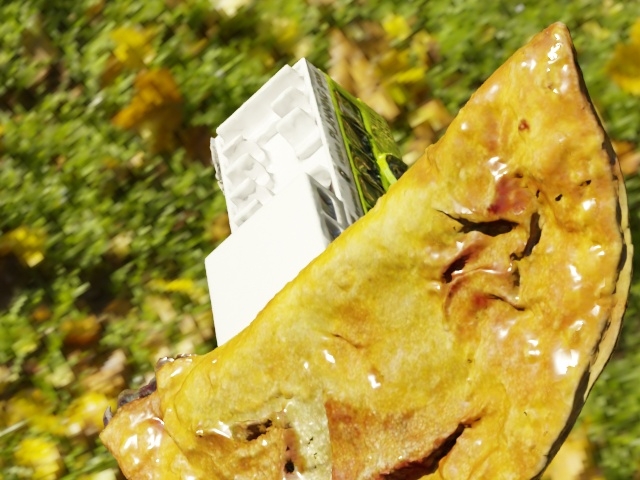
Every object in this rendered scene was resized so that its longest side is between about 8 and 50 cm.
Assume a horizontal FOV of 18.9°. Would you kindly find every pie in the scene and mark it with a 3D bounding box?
[{"bbox_3d":[0.013,0.037,0.460,0.033,0.191,0.088,8,55,-39],"label":"pie"}]

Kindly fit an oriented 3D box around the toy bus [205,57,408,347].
[{"bbox_3d":[0.000,0.000,1.218,0.139,0.113,0.302,39,20,-29],"label":"toy bus"}]
